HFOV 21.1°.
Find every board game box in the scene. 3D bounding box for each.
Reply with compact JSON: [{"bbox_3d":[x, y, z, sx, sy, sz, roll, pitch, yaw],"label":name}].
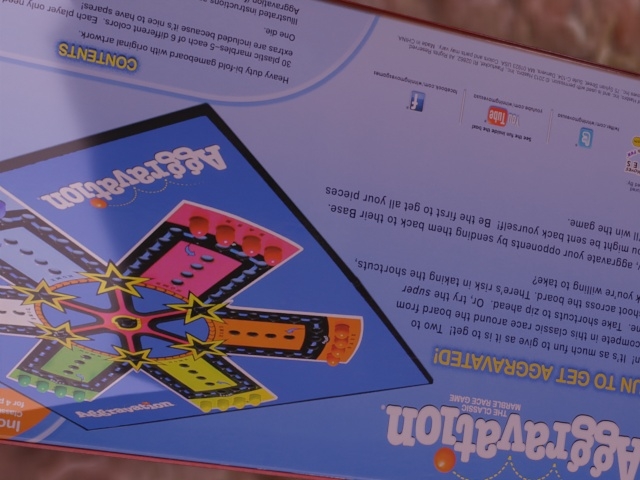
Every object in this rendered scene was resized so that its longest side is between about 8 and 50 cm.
[{"bbox_3d":[0.000,0.000,0.522,0.281,0.027,0.145,11,84,-25],"label":"board game box"}]
